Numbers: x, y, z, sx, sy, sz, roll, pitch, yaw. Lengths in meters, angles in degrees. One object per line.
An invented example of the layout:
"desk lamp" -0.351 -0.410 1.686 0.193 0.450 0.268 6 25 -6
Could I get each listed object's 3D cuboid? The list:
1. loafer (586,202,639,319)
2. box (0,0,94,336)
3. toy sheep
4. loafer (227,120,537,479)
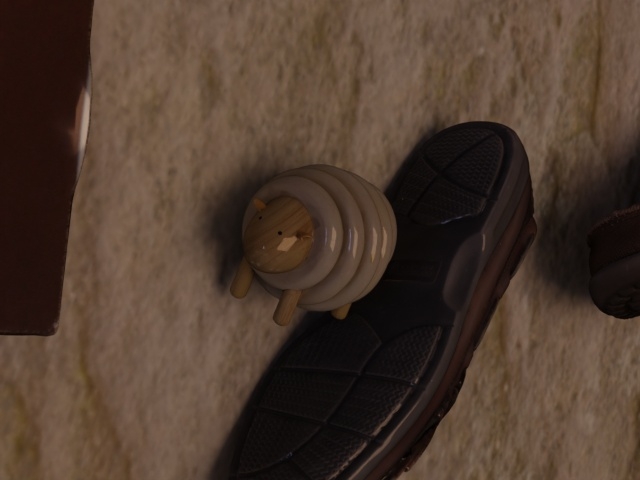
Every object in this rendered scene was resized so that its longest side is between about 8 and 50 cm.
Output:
"loafer" 0.289 -0.038 1.286 0.366 0.133 0.130 -18 86 -54
"box" -0.273 -0.068 0.659 0.381 0.143 0.191 5 92 -45
"toy sheep" 0.000 0.000 1.000 0.132 0.091 0.091 -7 102 -60
"loafer" 0.055 0.066 1.054 0.302 0.109 0.095 -59 137 -26
